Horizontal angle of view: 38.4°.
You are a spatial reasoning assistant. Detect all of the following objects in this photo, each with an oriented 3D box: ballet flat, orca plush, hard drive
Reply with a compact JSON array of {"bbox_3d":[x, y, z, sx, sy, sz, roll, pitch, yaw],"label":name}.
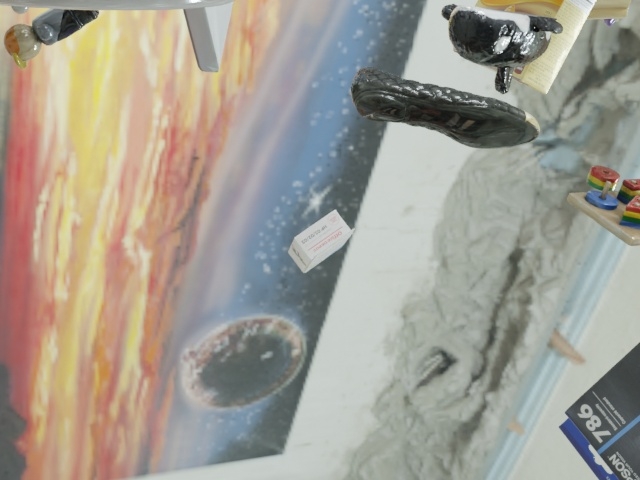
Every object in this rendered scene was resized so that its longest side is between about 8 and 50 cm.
[{"bbox_3d":[0.111,-0.119,0.804,0.057,0.173,0.049,115,-15,-53],"label":"ballet flat"},{"bbox_3d":[0.225,-0.243,1.177,0.287,0.151,0.102,-48,148,-71],"label":"orca plush"},{"bbox_3d":[-0.201,-0.538,1.775,0.233,0.047,0.353,84,12,-63],"label":"hard drive"}]

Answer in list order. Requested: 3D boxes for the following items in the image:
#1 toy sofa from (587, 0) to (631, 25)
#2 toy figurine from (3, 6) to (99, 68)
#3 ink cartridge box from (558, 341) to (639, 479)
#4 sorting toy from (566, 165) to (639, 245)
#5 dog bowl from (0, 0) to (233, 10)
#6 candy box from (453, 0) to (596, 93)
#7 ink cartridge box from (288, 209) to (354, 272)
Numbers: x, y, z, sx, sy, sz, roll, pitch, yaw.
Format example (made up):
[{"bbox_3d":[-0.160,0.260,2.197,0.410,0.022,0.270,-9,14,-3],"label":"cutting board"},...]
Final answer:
[{"bbox_3d":[0.512,-0.605,1.792,0.177,0.150,0.363,75,14,-76],"label":"toy sofa"},{"bbox_3d":[-0.402,-0.350,1.166,0.209,0.148,0.213,65,3,17],"label":"toy figurine"},{"bbox_3d":[0.477,0.251,1.327,0.165,0.065,0.333,53,-49,26],"label":"ink cartridge box"},{"bbox_3d":[0.448,-0.043,1.292,0.274,0.132,0.046,48,-47,47],"label":"sorting toy"},{"bbox_3d":[-0.231,-0.290,0.890,0.349,0.348,0.102,37,-51,56],"label":"dog bowl"},{"bbox_3d":[0.383,-0.435,1.597,0.183,0.087,0.316,38,-73,46],"label":"candy box"},{"bbox_3d":[0.000,0.000,1.850,0.061,0.104,0.181,54,-13,5],"label":"ink cartridge box"}]
